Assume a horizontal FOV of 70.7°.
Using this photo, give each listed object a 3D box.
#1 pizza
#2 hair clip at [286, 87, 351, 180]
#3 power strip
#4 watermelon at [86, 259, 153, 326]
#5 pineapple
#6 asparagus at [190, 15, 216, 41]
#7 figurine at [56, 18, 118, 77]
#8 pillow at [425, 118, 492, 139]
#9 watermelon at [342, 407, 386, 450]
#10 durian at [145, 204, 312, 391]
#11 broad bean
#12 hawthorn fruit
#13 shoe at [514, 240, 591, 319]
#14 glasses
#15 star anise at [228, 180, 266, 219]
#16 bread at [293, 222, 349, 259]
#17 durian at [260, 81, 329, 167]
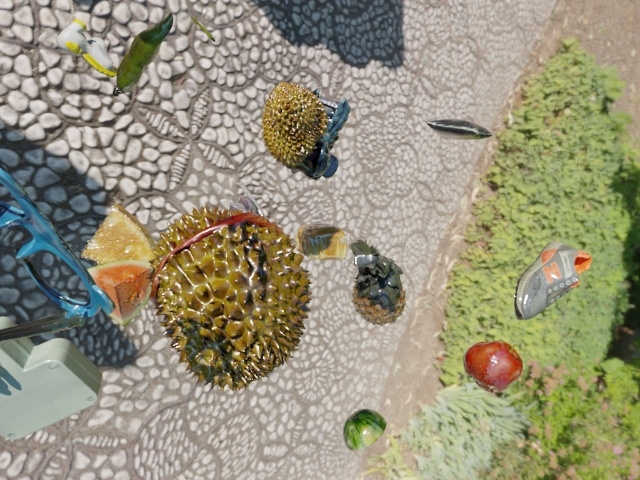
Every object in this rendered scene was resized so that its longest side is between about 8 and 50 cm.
[{"bbox_3d":[-0.648,0.051,1.496,0.223,0.089,0.323,-27,104,-1],"label":"pizza"},{"bbox_3d":[-0.014,-0.314,1.425,0.206,0.195,0.310,115,-2,-58],"label":"hair clip"},{"bbox_3d":[-0.641,0.304,0.960,0.230,0.141,0.261,-24,123,0],"label":"power strip"},{"bbox_3d":[-0.554,0.126,1.295,0.193,0.137,0.145,56,43,-5],"label":"watermelon"},{"bbox_3d":[0.131,0.097,1.115,0.141,0.170,0.310,-28,147,-4],"label":"pineapple"},{"bbox_3d":[-0.352,-0.635,1.355,0.013,0.166,0.016,-27,148,-22],"label":"asparagus"},{"bbox_3d":[-0.664,-0.541,1.302,0.109,0.129,0.178,-37,153,13],"label":"figurine"},{"bbox_3d":[0.384,-0.304,1.243,0.208,0.141,0.055,-15,118,-59],"label":"pillow"},{"bbox_3d":[0.092,0.412,1.003,0.105,0.105,0.062,-30,94,-38],"label":"watermelon"},{"bbox_3d":[-0.188,0.105,0.949,0.348,0.348,0.384,-36,97,-35],"label":"durian"},{"bbox_3d":[-0.523,-0.528,1.300,0.061,0.339,0.077,-14,73,-52],"label":"broad bean"},{"bbox_3d":[0.277,0.195,0.723,0.093,0.093,0.093,-11,105,-44],"label":"hawthorn fruit"},{"bbox_3d":[0.422,0.074,0.819,0.194,0.077,0.074,-42,124,-27],"label":"shoe"},{"bbox_3d":[-0.314,0.028,0.372,0.207,0.102,0.239,-28,138,-20],"label":"glasses"},{"bbox_3d":[-0.189,-0.025,1.185,0.230,0.081,0.262,14,78,-65],"label":"star anise"},{"bbox_3d":[0.000,0.000,1.496,0.136,0.241,0.106,-1,97,-15],"label":"bread"},{"bbox_3d":[-0.056,-0.249,0.950,0.158,0.137,0.168,-66,150,-49],"label":"durian"}]
